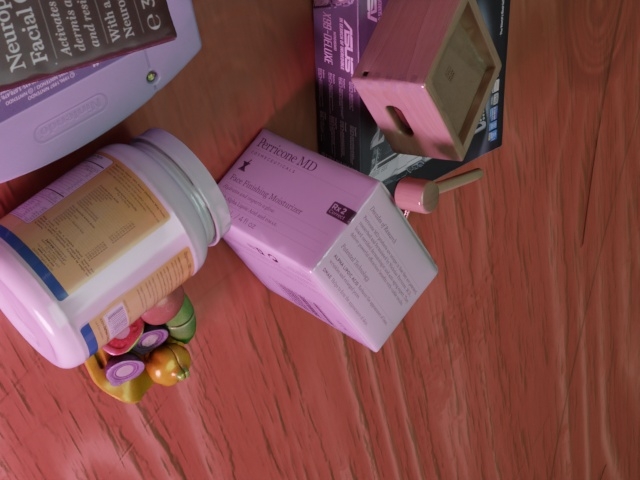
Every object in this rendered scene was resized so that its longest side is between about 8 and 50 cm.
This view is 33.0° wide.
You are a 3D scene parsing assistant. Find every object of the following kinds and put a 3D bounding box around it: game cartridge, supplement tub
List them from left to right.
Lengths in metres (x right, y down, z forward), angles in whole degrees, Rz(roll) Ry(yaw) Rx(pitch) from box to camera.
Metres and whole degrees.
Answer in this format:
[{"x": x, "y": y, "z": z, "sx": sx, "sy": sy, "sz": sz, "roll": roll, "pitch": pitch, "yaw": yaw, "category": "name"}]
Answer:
[{"x": -0.237, "y": -0.163, "z": 0.897, "sx": 0.294, "sy": 0.060, "sz": 0.196, "roll": -35, "pitch": 131, "yaw": -28, "category": "game cartridge"}, {"x": -0.194, "y": 0.003, "z": 0.972, "sx": 0.200, "sy": 0.144, "sz": 0.144, "roll": -40, "pitch": 137, "yaw": -23, "category": "supplement tub"}]

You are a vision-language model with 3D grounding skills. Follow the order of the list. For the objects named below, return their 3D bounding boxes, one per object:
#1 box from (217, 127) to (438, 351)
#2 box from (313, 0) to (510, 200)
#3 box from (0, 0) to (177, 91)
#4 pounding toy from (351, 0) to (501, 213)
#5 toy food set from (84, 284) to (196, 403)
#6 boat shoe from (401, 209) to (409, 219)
[{"x": 0.000, "y": 0.000, "z": 1.150, "sx": 0.119, "sy": 0.181, "sz": 0.182, "roll": -52, "pitch": 140, "yaw": -13, "category": "box"}, {"x": 0.107, "y": -0.210, "z": 1.216, "sx": 0.242, "sy": 0.076, "sz": 0.307, "roll": -27, "pitch": 131, "yaw": -33, "category": "box"}, {"x": -0.304, "y": -0.170, "z": 0.696, "sx": 0.381, "sy": 0.143, "sz": 0.191, "roll": -24, "pitch": 110, "yaw": -29, "category": "box"}, {"x": 0.102, "y": -0.124, "z": 1.100, "sx": 0.181, "sy": 0.094, "sz": 0.206, "roll": 52, "pitch": 55, "yaw": -50, "category": "pounding toy"}, {"x": -0.180, "y": 0.084, "z": 1.096, "sx": 0.128, "sy": 0.071, "sz": 0.218, "roll": -38, "pitch": 136, "yaw": -25, "category": "toy food set"}, {"x": 0.070, "y": -0.004, "z": 1.321, "sx": 0.063, "sy": 0.059, "sz": 0.170, "roll": 3, "pitch": 110, "yaw": -48, "category": "boat shoe"}]
